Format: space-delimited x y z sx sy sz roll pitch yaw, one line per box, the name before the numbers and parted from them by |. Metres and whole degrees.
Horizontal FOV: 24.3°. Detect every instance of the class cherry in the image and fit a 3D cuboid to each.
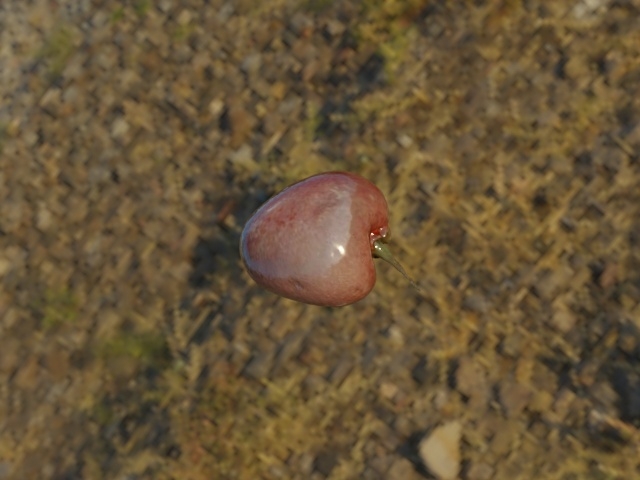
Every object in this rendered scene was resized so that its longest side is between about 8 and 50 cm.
cherry | -0.002 0.003 1.138 0.126 0.087 0.106 -18 58 6
